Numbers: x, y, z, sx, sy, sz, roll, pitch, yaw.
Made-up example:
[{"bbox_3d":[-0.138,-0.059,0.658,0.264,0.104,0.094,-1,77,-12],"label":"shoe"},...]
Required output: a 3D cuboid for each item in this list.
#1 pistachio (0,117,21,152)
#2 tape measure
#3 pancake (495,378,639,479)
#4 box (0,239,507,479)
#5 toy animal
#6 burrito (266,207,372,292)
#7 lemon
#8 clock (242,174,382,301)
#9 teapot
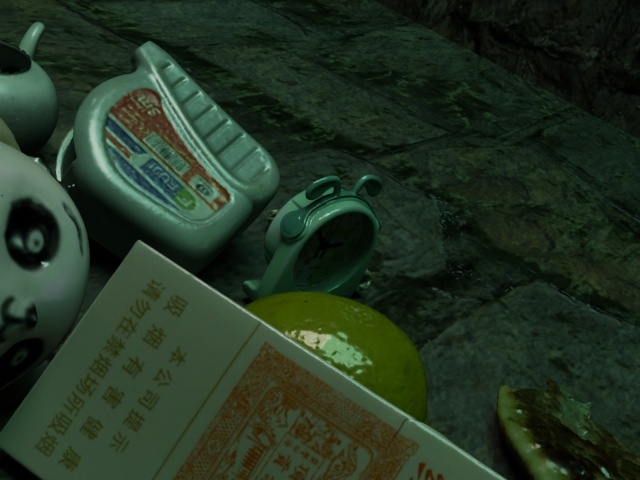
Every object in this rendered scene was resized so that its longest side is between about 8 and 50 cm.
[{"bbox_3d":[-0.451,-0.094,0.931,0.332,0.208,0.226,17,67,1],"label":"pistachio"},{"bbox_3d":[-0.190,-0.084,1.140,0.243,0.125,0.246,43,49,1],"label":"tape measure"},{"bbox_3d":[0.346,0.295,1.009,0.427,0.067,0.305,34,21,24],"label":"pancake"},{"bbox_3d":[-0.056,0.176,0.754,0.365,0.204,0.051,31,-10,17],"label":"box"},{"bbox_3d":[-0.344,0.018,0.771,0.310,0.251,0.251,5,31,-39],"label":"toy animal"},{"bbox_3d":[-0.007,0.007,1.271,0.188,0.045,0.058,40,0,36],"label":"burrito"},{"bbox_3d":[-0.009,0.134,0.880,0.248,0.184,0.184,21,26,-3],"label":"lemon"},{"bbox_3d":[0.001,0.000,1.126,0.148,0.188,0.060,-2,36,-44],"label":"clock"},{"bbox_3d":[-0.423,-0.182,1.203,0.193,0.129,0.294,22,26,1],"label":"teapot"}]
